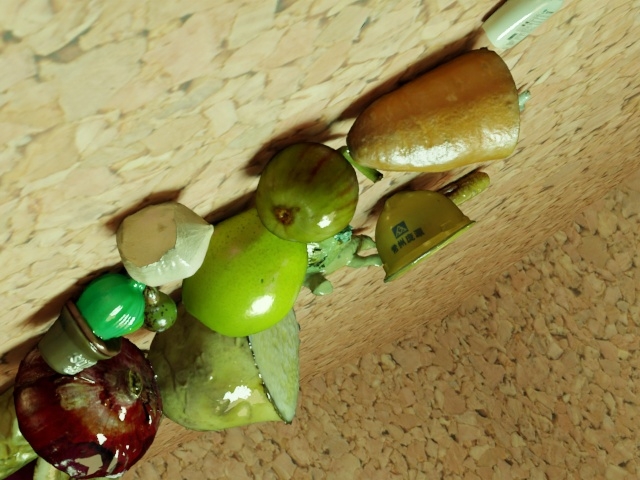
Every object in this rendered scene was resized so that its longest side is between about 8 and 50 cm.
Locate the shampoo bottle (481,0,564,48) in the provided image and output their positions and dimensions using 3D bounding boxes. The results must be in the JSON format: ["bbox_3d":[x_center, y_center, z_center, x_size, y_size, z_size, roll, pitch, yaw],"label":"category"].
[{"bbox_3d":[0.283,-0.311,1.336,0.152,0.045,0.077,-37,163,37],"label":"shampoo bottle"}]

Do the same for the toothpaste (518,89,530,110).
[{"bbox_3d":[0.300,-0.204,1.820,0.049,0.031,0.204,-16,163,-42],"label":"toothpaste"}]

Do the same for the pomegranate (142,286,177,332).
[{"bbox_3d":[-0.269,0.114,1.686,0.073,0.073,0.084,-25,167,-21],"label":"pomegranate"}]

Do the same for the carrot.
[{"bbox_3d":[0.142,-0.167,1.422,0.225,0.159,0.159,-14,165,-9],"label":"carrot"}]

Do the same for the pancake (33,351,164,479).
[{"bbox_3d":[-0.426,0.382,2.054,0.382,0.071,0.382,-48,158,-28],"label":"pancake"}]

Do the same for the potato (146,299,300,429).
[{"bbox_3d":[-0.187,0.191,1.831,0.237,0.301,0.289,-8,-153,17],"label":"potato"}]

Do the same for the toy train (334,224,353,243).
[{"bbox_3d":[0.000,0.000,1.919,0.148,0.038,0.071,-18,162,-38],"label":"toy train"}]

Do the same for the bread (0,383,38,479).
[{"bbox_3d":[-0.541,0.336,1.813,0.267,0.130,0.152,-34,176,17],"label":"bread"}]

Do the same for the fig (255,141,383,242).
[{"bbox_3d":[-0.002,-0.083,1.420,0.142,0.148,0.186,100,15,-58],"label":"fig"}]

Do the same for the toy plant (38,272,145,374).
[{"bbox_3d":[-0.316,0.115,1.515,0.200,0.105,0.143,-36,158,4],"label":"toy plant"}]

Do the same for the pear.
[{"bbox_3d":[-0.104,0.040,1.557,0.220,0.187,0.187,-51,165,6],"label":"pear"}]

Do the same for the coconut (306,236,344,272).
[{"bbox_3d":[-0.021,0.022,1.814,0.158,0.055,0.133,14,130,-48],"label":"coconut"}]

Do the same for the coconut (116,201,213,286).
[{"bbox_3d":[-0.199,0.001,1.342,0.124,0.110,0.110,-23,167,2],"label":"coconut"}]

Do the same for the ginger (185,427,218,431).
[{"bbox_3d":[-0.196,0.324,2.442,0.375,0.176,0.256,-17,146,-46],"label":"ginger"}]

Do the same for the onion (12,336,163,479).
[{"bbox_3d":[-0.359,0.251,1.640,0.252,0.252,0.219,-17,173,-45],"label":"onion"}]

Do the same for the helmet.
[{"bbox_3d":[0.175,-0.027,1.971,0.205,0.140,0.257,-36,172,22],"label":"helmet"}]

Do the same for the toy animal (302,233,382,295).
[{"bbox_3d":[0.029,0.035,2.039,0.218,0.103,0.101,-28,-174,-17],"label":"toy animal"}]

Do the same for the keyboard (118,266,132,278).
[{"bbox_3d":[-0.277,0.043,1.534,0.053,0.010,0.155,-14,160,-48],"label":"keyboard"}]

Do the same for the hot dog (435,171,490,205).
[{"bbox_3d":[0.257,-0.083,2.150,0.215,0.047,0.066,-30,-156,5],"label":"hot dog"}]

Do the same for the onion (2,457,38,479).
[{"bbox_3d":[-0.631,0.659,2.205,0.398,0.420,0.398,-20,159,-8],"label":"onion"}]
